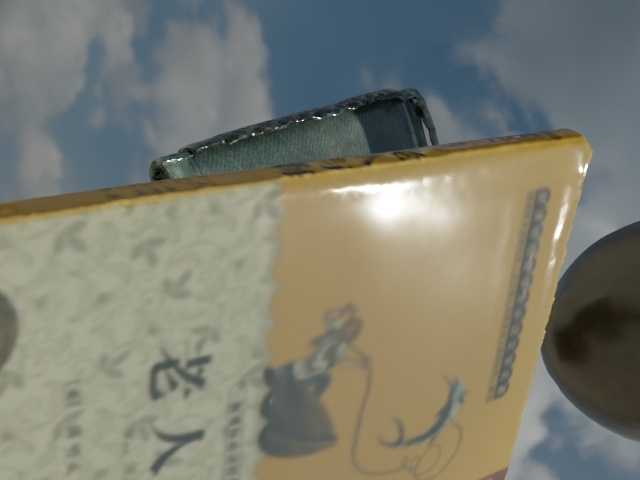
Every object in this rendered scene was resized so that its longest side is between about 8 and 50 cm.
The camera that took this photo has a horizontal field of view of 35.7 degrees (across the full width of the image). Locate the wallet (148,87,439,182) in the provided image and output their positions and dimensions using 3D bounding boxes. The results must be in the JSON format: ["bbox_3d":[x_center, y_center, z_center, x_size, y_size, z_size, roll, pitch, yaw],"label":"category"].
[{"bbox_3d":[0.000,0.000,0.904,0.075,0.342,0.237,-2,-75,43],"label":"wallet"}]

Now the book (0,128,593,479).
[{"bbox_3d":[-0.040,0.089,0.463,0.032,0.389,0.269,37,-51,45],"label":"book"}]

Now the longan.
[{"bbox_3d":[0.386,0.099,1.054,0.300,0.300,0.243,0,-103,59],"label":"longan"}]
